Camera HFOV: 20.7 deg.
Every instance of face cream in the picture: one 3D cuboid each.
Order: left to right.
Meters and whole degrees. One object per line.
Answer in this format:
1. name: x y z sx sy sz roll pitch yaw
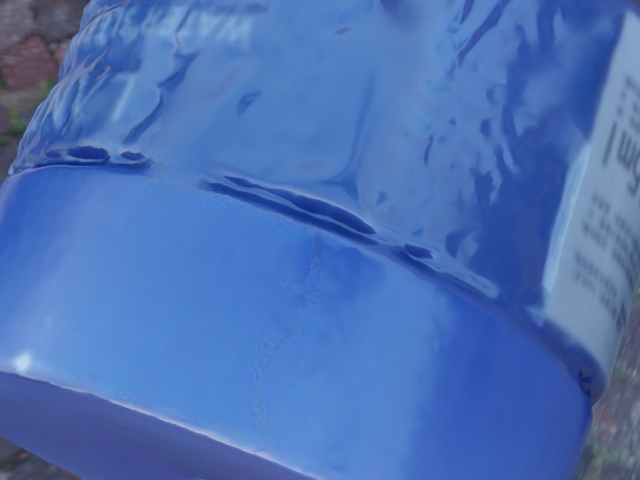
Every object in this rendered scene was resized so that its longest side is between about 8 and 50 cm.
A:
1. face cream: 0.000 0.000 0.694 0.249 0.249 0.225 18 71 12
